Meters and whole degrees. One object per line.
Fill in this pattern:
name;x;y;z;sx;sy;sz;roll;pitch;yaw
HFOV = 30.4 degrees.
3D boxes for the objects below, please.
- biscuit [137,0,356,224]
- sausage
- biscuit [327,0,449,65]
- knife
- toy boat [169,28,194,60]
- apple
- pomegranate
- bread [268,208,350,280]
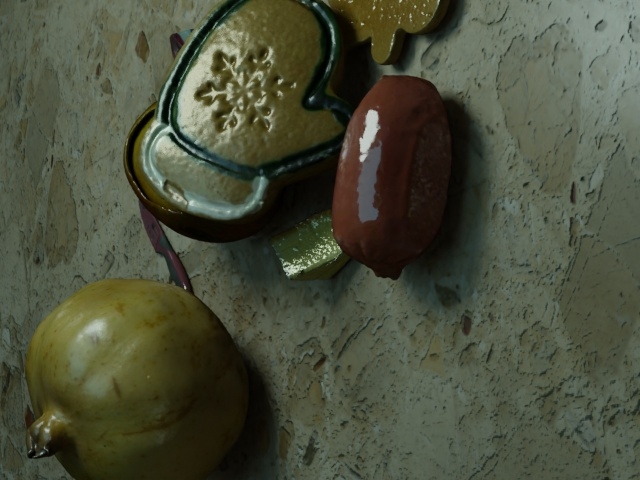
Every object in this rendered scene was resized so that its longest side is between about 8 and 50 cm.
biscuit;-0.077;-0.176;1.565;0.287;0.057;0.344;28;85;17
sausage;0.088;-0.080;1.441;0.148;0.148;0.254;11;92;50
biscuit;0.086;-0.309;1.556;0.240;0.035;0.158;9;95;51
knife;-0.261;0.009;1.948;0.035;0.018;0.247;-62;41;29
toy boat;-0.192;-0.252;1.880;0.080;0.046;0.229;-48;49;31
apple;-0.169;-0.108;1.701;0.237;0.207;0.237;-5;84;49
pomegranate;-0.280;0.212;1.680;0.342;0.342;0.342;-9;78;49
bread;0.000;0.000;1.582;0.109;0.080;0.084;-48;53;38
